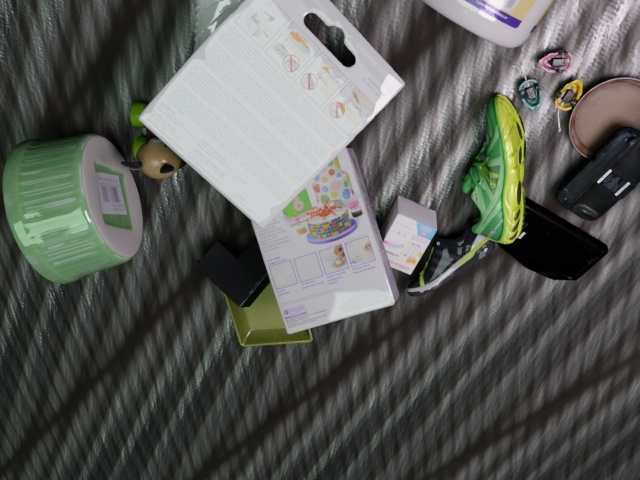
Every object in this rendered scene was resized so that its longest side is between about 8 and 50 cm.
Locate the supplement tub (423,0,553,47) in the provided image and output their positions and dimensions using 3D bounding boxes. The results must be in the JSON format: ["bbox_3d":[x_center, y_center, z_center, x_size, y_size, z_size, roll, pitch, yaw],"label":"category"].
[{"bbox_3d":[0.300,-0.494,0.936,0.240,0.241,0.331,27,120,-8],"label":"supplement tub"}]

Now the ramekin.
[{"bbox_3d":[-0.489,-0.073,1.269,0.148,0.303,0.304,-13,118,7],"label":"ramekin"}]

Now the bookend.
[{"bbox_3d":[-0.179,0.044,1.409,0.157,0.072,0.156,40,94,12],"label":"bookend"}]

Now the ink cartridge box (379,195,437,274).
[{"bbox_3d":[0.177,-0.004,1.331,0.092,0.090,0.143,22,120,-5],"label":"ink cartridge box"}]

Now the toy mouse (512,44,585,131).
[{"bbox_3d":[0.420,-0.302,1.154,0.143,0.031,0.161,19,121,-4],"label":"toy mouse"}]

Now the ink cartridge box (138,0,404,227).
[{"bbox_3d":[-0.089,-0.259,1.134,0.308,0.091,0.385,43,101,-16],"label":"ink cartridge box"}]

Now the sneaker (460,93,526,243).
[{"bbox_3d":[0.335,-0.135,1.214,0.123,0.109,0.296,6,111,30],"label":"sneaker"}]

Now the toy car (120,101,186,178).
[{"bbox_3d":[-0.321,-0.184,1.236,0.154,0.188,0.149,7,121,3],"label":"toy car"}]

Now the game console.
[{"bbox_3d":[0.534,-0.065,1.253,0.213,0.044,0.361,29,128,-10],"label":"game console"}]

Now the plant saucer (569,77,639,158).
[{"bbox_3d":[0.560,-0.231,1.179,0.168,0.029,0.169,3,120,6],"label":"plant saucer"}]

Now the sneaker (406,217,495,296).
[{"bbox_3d":[0.274,0.033,1.362,0.234,0.084,0.097,-38,85,24],"label":"sneaker"}]

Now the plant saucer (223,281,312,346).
[{"bbox_3d":[-0.123,0.166,1.500,0.188,0.045,0.188,-6,119,12],"label":"plant saucer"}]

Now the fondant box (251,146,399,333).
[{"bbox_3d":[0.000,0.000,1.278,0.238,0.096,0.331,-17,92,16],"label":"fondant box"}]

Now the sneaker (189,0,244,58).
[{"bbox_3d":[-0.198,-0.411,1.155,0.115,0.090,0.232,38,111,-5],"label":"sneaker"}]
